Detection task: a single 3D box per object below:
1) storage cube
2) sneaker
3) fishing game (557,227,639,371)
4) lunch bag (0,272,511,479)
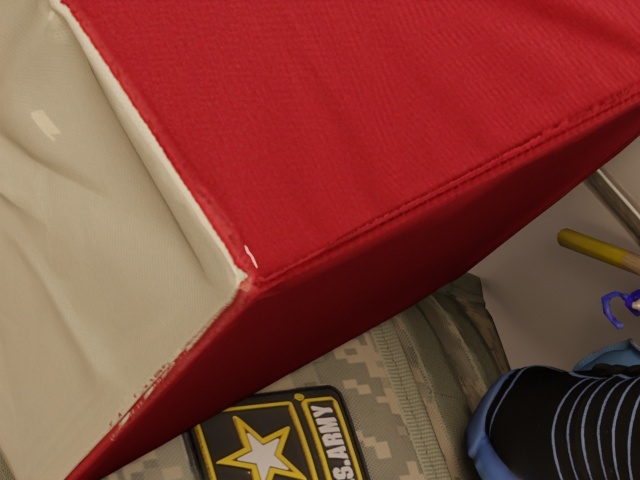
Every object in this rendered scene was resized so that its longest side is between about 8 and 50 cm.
[{"bbox_3d":[-0.030,-0.061,0.583,0.183,0.193,0.215,57,146,8],"label":"storage cube"},{"bbox_3d":[0.120,0.072,0.620,0.081,0.090,0.232,22,-171,-22],"label":"sneaker"},{"bbox_3d":[0.154,0.121,0.722,0.189,0.041,0.264,19,128,65],"label":"fishing game"},{"bbox_3d":[-0.016,0.113,0.727,0.287,0.169,0.235,24,-139,-57],"label":"lunch bag"}]
